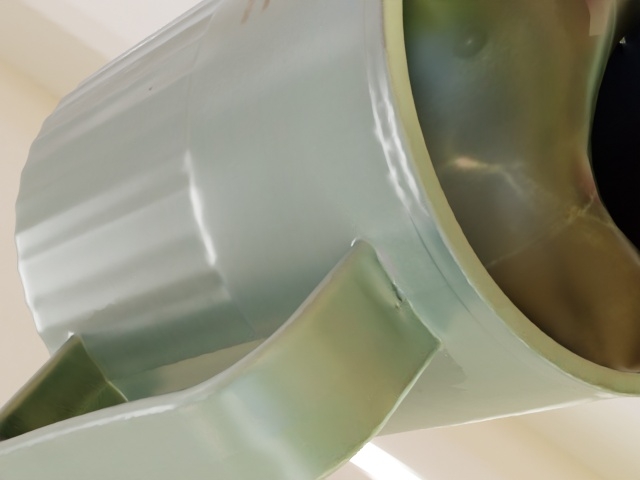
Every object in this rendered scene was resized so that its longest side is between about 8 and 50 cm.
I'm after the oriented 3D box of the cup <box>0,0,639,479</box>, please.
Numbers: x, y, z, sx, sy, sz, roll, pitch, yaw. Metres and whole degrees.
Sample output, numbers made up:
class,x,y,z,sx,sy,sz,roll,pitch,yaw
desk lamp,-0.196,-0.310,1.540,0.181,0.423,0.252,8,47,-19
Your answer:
class,x,y,z,sx,sy,sz,roll,pitch,yaw
cup,0.016,0.006,0.710,0.257,0.311,0.331,28,-121,-33
